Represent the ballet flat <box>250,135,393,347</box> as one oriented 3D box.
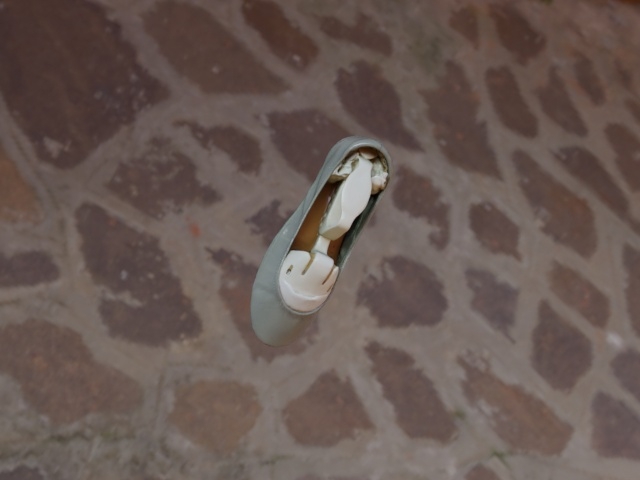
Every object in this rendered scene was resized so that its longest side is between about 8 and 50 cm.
[{"bbox_3d":[0.000,0.000,1.096,0.072,0.213,0.068,28,-5,-18],"label":"ballet flat"}]
